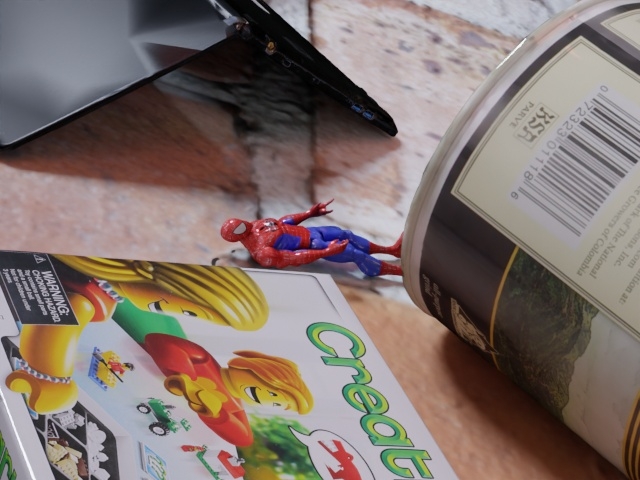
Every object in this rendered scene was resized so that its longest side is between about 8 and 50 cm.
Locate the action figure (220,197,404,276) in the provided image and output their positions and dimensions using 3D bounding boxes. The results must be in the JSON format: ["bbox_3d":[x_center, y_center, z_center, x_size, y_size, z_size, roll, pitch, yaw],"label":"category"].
[{"bbox_3d":[0.000,0.000,0.974,0.115,0.030,0.038,4,38,-26],"label":"action figure"}]

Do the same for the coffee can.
[{"bbox_3d":[0.204,0.033,0.874,0.201,0.201,0.275,-12,43,-46],"label":"coffee can"}]

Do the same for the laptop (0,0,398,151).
[{"bbox_3d":[-0.124,-0.123,1.111,0.234,0.136,0.264,46,11,36],"label":"laptop"}]

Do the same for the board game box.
[{"bbox_3d":[-0.031,0.114,0.728,0.193,0.053,0.305,5,33,-30],"label":"board game box"}]
